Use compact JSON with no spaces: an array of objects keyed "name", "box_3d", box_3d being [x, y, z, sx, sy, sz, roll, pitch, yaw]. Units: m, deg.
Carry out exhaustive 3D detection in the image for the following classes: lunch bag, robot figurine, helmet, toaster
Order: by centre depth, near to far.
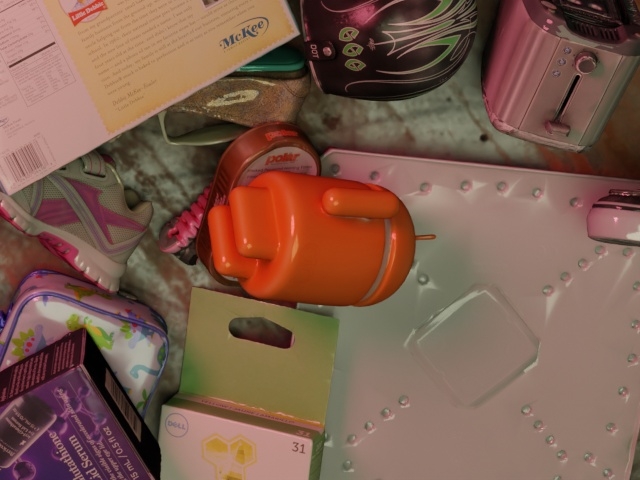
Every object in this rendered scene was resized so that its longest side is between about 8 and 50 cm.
[{"name":"robot figurine","box_3d":[-0.001,0.000,1.885,0.219,0.128,0.158,6,113,-32]},{"name":"helmet","box_3d":[0.072,-0.214,1.886,0.161,0.169,0.169,-9,109,12]},{"name":"toaster","box_3d":[0.231,-0.189,1.897,0.129,0.227,0.146,14,121,-12]},{"name":"lunch bag","box_3d":[-0.263,0.147,1.974,0.176,0.090,0.219,19,104,-14]}]

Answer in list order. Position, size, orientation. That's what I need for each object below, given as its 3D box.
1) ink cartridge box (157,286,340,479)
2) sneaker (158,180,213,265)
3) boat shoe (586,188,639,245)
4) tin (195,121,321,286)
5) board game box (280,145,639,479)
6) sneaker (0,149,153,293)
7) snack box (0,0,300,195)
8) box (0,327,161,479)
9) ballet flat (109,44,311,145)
[{"name":"ink cartridge box","box_3d":[-0.078,0.182,1.999,0.171,0.056,0.235,12,108,15]},{"name":"sneaker","box_3d":[-0.107,-0.019,1.977,0.119,0.047,0.057,-39,127,6]},{"name":"boat shoe","box_3d":[0.418,-0.049,1.971,0.335,0.121,0.119,-2,95,-25]},{"name":"tin","box_3d":[-0.061,-0.033,1.940,0.106,0.040,0.190,-8,132,-33]},{"name":"board game box","box_3d":[0.160,0.104,2.047,0.390,0.050,0.390,5,106,-10]},{"name":"sneaker","box_3d":[-0.261,-0.054,1.894,0.111,0.103,0.252,-54,136,-4]},{"name":"snack box","box_3d":[-0.196,-0.201,1.780,0.322,0.060,0.187,-30,111,-15]},{"name":"box","box_3d":[-0.282,0.208,1.890,0.207,0.108,0.153,-29,108,4]},{"name":"ballet flat","box_3d":[-0.167,-0.145,1.897,0.316,0.107,0.106,6,119,-10]}]
